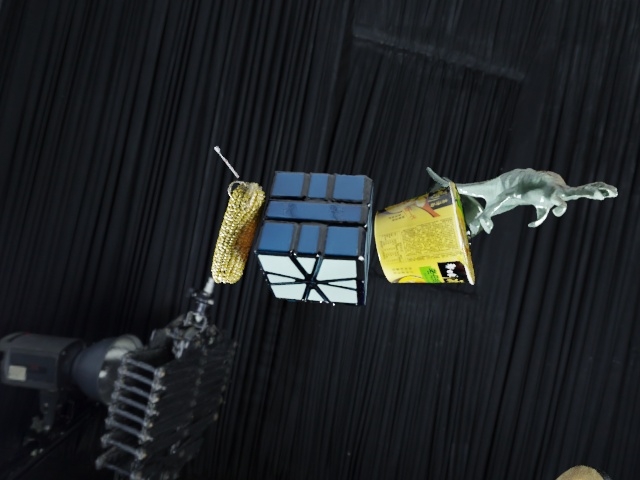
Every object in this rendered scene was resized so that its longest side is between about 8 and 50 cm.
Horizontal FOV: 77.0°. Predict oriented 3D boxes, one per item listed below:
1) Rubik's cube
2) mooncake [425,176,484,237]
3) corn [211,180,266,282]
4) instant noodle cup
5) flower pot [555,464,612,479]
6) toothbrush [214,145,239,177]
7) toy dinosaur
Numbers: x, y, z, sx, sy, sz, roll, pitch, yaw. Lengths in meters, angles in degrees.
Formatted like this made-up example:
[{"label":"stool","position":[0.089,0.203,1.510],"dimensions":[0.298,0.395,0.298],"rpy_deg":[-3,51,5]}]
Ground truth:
[{"label":"Rubik's cube","position":[0.000,0.000,1.144],"dimensions":[0.288,0.284,0.294],"rpy_deg":[4,150,7]},{"label":"mooncake","position":[0.355,-0.083,1.061],"dimensions":[0.168,0.104,0.175],"rpy_deg":[33,-163,-11]},{"label":"corn","position":[-0.226,-0.017,1.093],"dimensions":[0.106,0.293,0.106],"rpy_deg":[17,-177,-1]},{"label":"instant noodle cup","position":[0.155,0.000,0.595],"dimensions":[0.122,0.152,0.151],"rpy_deg":[-14,168,24]},{"label":"flower pot","position":[0.496,0.505,0.601],"dimensions":[0.267,0.267,0.266],"rpy_deg":[29,-178,12]},{"label":"toothbrush","position":[-0.235,-0.197,1.016],"dimensions":[0.006,0.008,0.097],"rpy_deg":[0,136,43]},{"label":"toy dinosaur","position":[0.382,-0.094,0.866],"dimensions":[0.092,0.205,0.393],"rpy_deg":[53,169,-32]}]
